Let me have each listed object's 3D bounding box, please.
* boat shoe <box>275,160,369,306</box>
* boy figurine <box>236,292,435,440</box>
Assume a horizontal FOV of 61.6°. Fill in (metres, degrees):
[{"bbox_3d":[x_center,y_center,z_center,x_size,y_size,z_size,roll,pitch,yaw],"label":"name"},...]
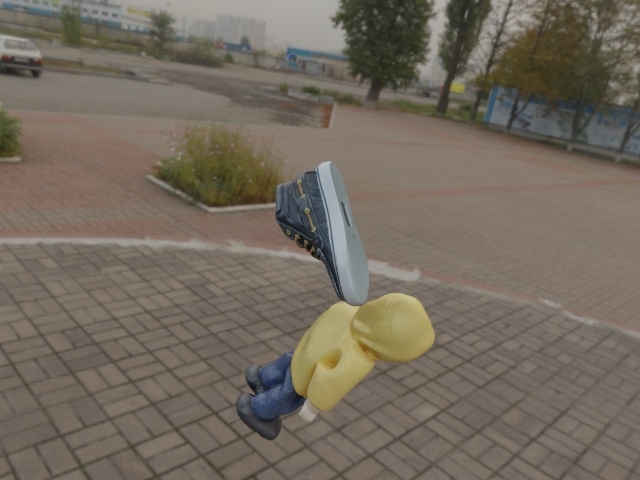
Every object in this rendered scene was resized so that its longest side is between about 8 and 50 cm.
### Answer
[{"bbox_3d":[0.000,0.000,0.640,0.083,0.184,0.065,-21,-26,20],"label":"boat shoe"},{"bbox_3d":[0.018,0.149,0.704,0.092,0.285,0.177,47,23,-19],"label":"boy figurine"}]
